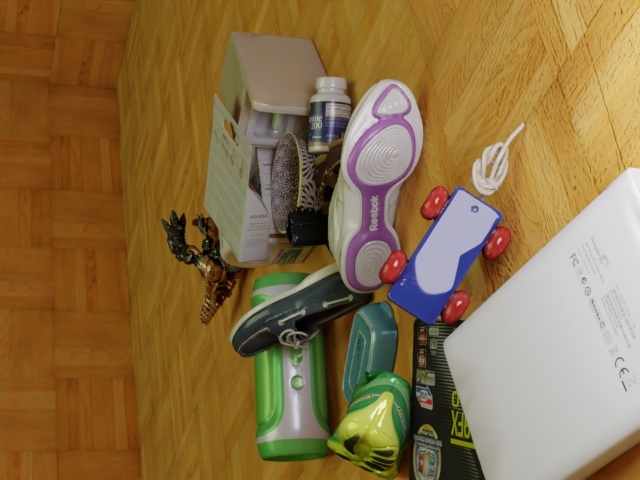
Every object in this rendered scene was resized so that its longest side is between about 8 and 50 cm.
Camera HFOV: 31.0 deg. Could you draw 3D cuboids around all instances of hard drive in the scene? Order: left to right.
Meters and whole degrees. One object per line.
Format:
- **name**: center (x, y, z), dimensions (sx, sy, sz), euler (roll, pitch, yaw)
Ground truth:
- **hard drive**: center (0.235, 0.105, 1.070), dimensions (0.307, 0.040, 0.203), euler (-51, 44, 45)

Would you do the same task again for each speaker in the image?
- **speaker**: center (-0.050, 0.208, 1.894), dimensions (0.131, 0.131, 0.297), euler (138, 132, -65)

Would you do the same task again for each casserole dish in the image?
- **casserole dish**: center (0.068, 0.178, 1.683), dimensions (0.114, 0.037, 0.188), euler (-128, 45, -62)

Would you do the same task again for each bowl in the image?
- **bowl**: center (-0.023, -0.094, 1.923), dimensions (0.170, 0.080, 0.170), euler (-177, 90, -71)

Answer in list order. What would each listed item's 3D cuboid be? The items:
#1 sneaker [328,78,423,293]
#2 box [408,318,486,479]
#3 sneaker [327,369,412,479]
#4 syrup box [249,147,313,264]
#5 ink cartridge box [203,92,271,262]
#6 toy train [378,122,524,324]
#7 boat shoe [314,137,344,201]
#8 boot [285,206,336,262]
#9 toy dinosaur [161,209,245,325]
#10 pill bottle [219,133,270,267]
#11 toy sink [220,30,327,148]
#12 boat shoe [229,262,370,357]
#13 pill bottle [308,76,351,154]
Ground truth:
- **sneaker**: center (0.057, -0.086, 1.624), dimensions (0.152, 0.114, 0.305), euler (-126, 42, -60)
- **box**: center (0.180, 0.198, 1.303), dimensions (0.270, 0.060, 0.216), euler (172, 101, -71)
- **sneaker**: center (0.082, 0.242, 1.529), dimensions (0.123, 0.109, 0.295), euler (-60, -4, -16)
- **syrup box**: center (-0.074, -0.083, 2.051), dimensions (0.093, 0.096, 0.237), euler (127, 139, -60)
- **ink cartridge box**: center (-0.137, -0.106, 1.956), dimensions (0.189, 0.066, 0.232), euler (54, 140, 47)
- **toy train**: center (0.166, -0.019, 1.354), dimensions (0.248, 0.105, 0.143), euler (-57, -2, -4)
- **boat shoe**: center (0.040, -0.108, 1.761), dimensions (0.207, 0.073, 0.073), euler (140, 129, -75)
- **boot**: center (0.000, 0.000, 1.810), dimensions (0.045, 0.099, 0.121), euler (114, 152, -50)
- **toy dinosaur**: center (-0.228, 0.027, 2.445), dimensions (0.218, 0.164, 0.322), euler (43, 108, 46)
- **pill bottle**: center (-0.131, -0.082, 2.169), dimensions (0.130, 0.130, 0.246), euler (126, 143, -59)
- **toy sink**: center (-0.075, -0.241, 1.991), dimensions (0.234, 0.152, 0.131), euler (-110, 29, -47)
- **boat shoe**: center (-0.031, 0.122, 1.778), dimensions (0.254, 0.095, 0.079), euler (-31, 64, 19)
- **pill bottle**: center (0.015, -0.198, 1.845), dimensions (0.067, 0.067, 0.120), euler (176, 96, -72)
